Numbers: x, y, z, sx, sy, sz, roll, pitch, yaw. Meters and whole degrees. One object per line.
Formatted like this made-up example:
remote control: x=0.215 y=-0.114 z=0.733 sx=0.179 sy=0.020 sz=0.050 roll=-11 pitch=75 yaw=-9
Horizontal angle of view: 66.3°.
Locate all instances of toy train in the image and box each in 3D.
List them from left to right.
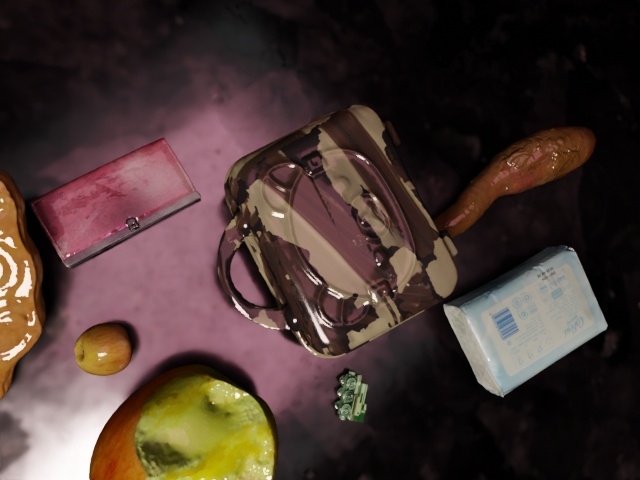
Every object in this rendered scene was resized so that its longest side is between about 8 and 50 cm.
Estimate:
toy train: x=0.056 y=0.267 z=0.838 sx=0.053 sy=0.033 sz=0.083 roll=17 pitch=80 yaw=-17

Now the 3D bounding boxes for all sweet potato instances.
sweet potato: x=0.365 y=-0.127 z=0.924 sx=0.385 sy=0.109 sz=0.109 roll=-28 pitch=91 yaw=-10

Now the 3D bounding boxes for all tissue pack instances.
tissue pack: x=0.378 y=0.141 z=0.904 sx=0.263 sy=0.089 sz=0.177 roll=-26 pitch=92 yaw=-17

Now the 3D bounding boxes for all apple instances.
apple: x=-0.324 y=0.163 z=0.730 sx=0.071 sy=0.084 sz=0.084 roll=-9 pitch=86 yaw=-43
apple: x=-0.174 y=0.292 z=0.669 sx=0.246 sy=0.246 sz=0.226 roll=42 pitch=74 yaw=-6

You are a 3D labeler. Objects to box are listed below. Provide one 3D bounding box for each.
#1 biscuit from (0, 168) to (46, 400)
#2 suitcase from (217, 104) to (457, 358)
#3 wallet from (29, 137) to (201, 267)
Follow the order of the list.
biscuit: x=-0.561 y=0.073 z=0.628 sx=0.364 sy=0.062 sz=0.386 roll=2 pitch=105 yaw=-17
suitcase: x=0.000 y=0.000 z=0.775 sx=0.339 sy=0.194 sz=0.352 roll=-28 pitch=90 yaw=-9
wallet: x=-0.324 y=-0.065 z=0.785 sx=0.232 sy=0.025 sz=0.119 roll=-31 pitch=91 yaw=-16
